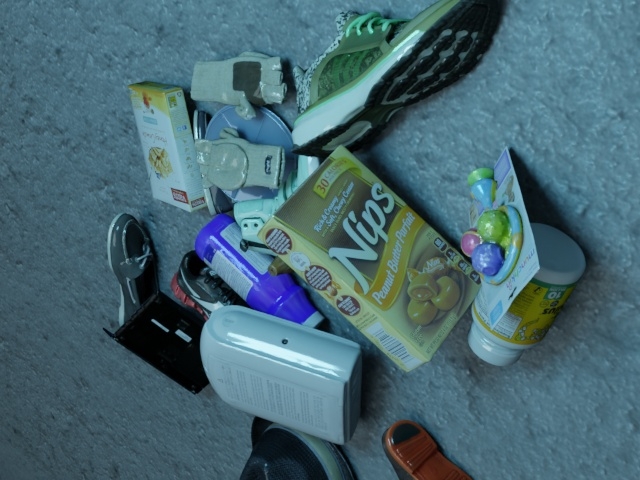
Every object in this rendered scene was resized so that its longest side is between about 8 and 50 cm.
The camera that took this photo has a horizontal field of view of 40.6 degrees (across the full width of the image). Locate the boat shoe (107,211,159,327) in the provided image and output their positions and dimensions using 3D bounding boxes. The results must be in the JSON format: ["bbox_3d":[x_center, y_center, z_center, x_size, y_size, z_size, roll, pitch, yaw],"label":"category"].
[{"bbox_3d":[-0.397,0.084,1.928,0.096,0.112,0.335,15,129,16],"label":"boat shoe"}]

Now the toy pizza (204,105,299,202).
[{"bbox_3d":[-0.122,-0.154,1.569,0.201,0.032,0.201,12,117,24],"label":"toy pizza"}]

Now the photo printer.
[{"bbox_3d":[-0.077,0.247,1.616,0.308,0.107,0.256,15,142,16],"label":"photo printer"}]

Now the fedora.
[{"bbox_3d":[-0.074,0.522,1.821,0.334,0.153,0.333,21,125,33],"label":"fedora"}]

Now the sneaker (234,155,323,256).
[{"bbox_3d":[-0.075,-0.069,1.499,0.151,0.094,0.255,8,126,-1],"label":"sneaker"}]

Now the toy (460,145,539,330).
[{"bbox_3d":[0.232,-0.011,1.205,0.056,0.237,0.136,13,135,-11],"label":"toy"}]

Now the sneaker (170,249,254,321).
[{"bbox_3d":[-0.193,0.116,1.749,0.276,0.098,0.135,37,135,24],"label":"sneaker"}]

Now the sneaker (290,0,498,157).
[{"bbox_3d":[0.074,-0.279,1.270,0.410,0.158,0.182,-31,72,42],"label":"sneaker"}]

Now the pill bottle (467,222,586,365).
[{"bbox_3d":[0.292,0.085,1.268,0.118,0.118,0.208,38,132,22],"label":"pill bottle"}]

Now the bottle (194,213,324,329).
[{"bbox_3d":[-0.115,0.075,1.649,0.283,0.092,0.118,43,157,10],"label":"bottle"}]

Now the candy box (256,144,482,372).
[{"bbox_3d":[0.082,0.027,1.329,0.316,0.183,0.087,43,149,-2],"label":"candy box"}]

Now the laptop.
[{"bbox_3d":[-0.335,0.222,1.928,0.234,0.136,0.264,38,115,-18],"label":"laptop"}]

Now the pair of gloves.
[{"bbox_3d":[-0.138,-0.205,1.499,0.204,0.042,0.240,0,91,35],"label":"pair of gloves"}]

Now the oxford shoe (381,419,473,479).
[{"bbox_3d":[0.211,0.448,1.578,0.271,0.097,0.098,55,157,12],"label":"oxford shoe"}]

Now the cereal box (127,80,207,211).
[{"bbox_3d":[-0.301,-0.186,1.697,0.173,0.047,0.240,20,125,52],"label":"cereal box"}]

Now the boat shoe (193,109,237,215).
[{"bbox_3d":[-0.198,-0.151,1.654,0.065,0.075,0.206,-9,104,0],"label":"boat shoe"}]

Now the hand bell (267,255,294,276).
[{"bbox_3d":[0.000,0.000,1.402,0.126,0.242,0.126,22,126,34],"label":"hand bell"}]
